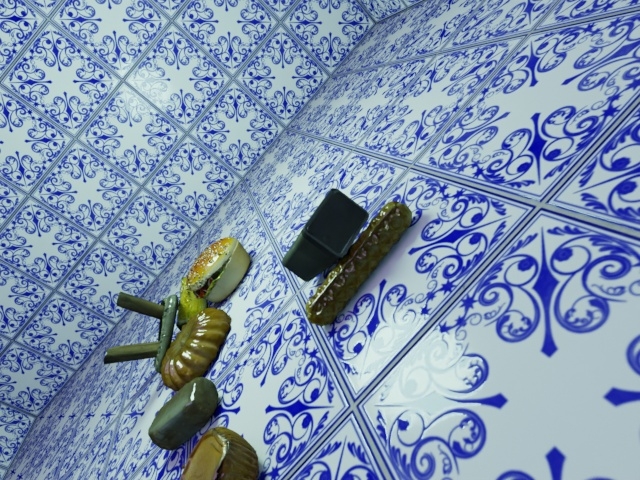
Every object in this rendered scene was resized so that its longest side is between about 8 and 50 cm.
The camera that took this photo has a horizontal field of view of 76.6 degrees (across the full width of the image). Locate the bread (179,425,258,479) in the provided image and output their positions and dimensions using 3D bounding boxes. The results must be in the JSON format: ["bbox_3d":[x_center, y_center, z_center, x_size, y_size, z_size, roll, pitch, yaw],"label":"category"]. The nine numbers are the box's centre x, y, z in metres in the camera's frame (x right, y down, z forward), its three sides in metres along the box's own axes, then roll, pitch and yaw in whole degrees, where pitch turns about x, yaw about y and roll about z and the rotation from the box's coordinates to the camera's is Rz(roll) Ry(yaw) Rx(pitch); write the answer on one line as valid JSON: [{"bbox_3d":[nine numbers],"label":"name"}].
[{"bbox_3d":[-0.211,0.493,0.839,0.199,0.104,0.199,-43,25,26],"label":"bread"}]

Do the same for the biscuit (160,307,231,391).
[{"bbox_3d":[-0.459,0.377,1.459,0.326,0.107,0.325,-39,23,20],"label":"biscuit"}]

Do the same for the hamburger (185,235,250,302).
[{"bbox_3d":[-0.435,0.117,1.703,0.300,0.176,0.300,-41,24,22],"label":"hamburger"}]

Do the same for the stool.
[{"bbox_3d":[-0.710,0.359,1.630,0.310,0.227,0.309,152,127,-66],"label":"stool"}]

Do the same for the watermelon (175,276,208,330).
[{"bbox_3d":[-0.562,0.283,1.733,0.123,0.129,0.301,-40,31,12],"label":"watermelon"}]

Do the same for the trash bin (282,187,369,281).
[{"bbox_3d":[0.000,0.000,1.088,0.164,0.122,0.240,-56,4,-32],"label":"trash bin"}]

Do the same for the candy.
[{"bbox_3d":[-0.388,0.494,1.149,0.234,0.102,0.104,-41,26,18],"label":"candy"}]

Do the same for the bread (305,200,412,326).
[{"bbox_3d":[0.091,0.056,0.983,0.367,0.084,0.077,-52,-18,0],"label":"bread"}]
